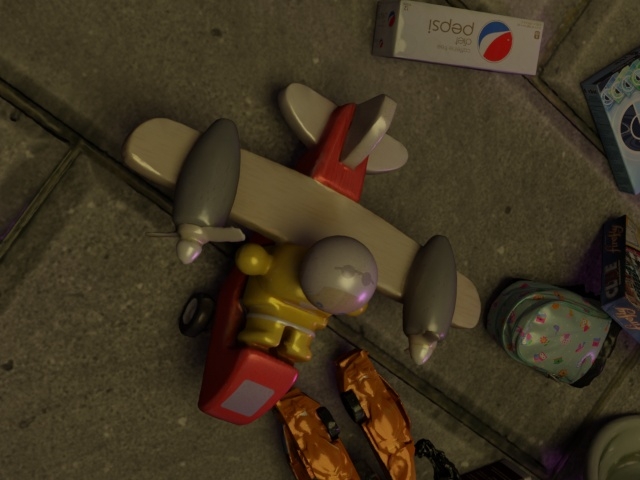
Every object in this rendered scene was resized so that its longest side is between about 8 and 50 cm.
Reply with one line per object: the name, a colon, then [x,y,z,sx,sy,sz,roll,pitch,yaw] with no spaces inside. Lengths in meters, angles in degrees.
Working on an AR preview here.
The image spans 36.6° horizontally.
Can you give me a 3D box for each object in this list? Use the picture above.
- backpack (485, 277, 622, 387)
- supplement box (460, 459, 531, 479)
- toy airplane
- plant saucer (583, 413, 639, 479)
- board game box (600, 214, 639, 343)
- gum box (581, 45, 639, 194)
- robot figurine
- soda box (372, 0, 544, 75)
backpack: [0.333,0.126,1.387,0.182,0.115,0.151,22,95,-22]
supplement box: [0.196,0.426,1.415,0.240,0.073,0.130,-15,106,-20]
toy airplane: [0.000,0.000,1.135,0.386,0.272,0.384,-20,107,-17]
plant saucer: [0.547,0.450,1.445,0.401,0.400,0.100,11,130,-24]
board game box: [0.505,0.097,1.440,0.243,0.042,0.165,40,43,-24]
gum box: [0.482,-0.186,1.423,0.157,0.041,0.184,-32,112,-13]
robot figurine: [0.062,0.303,1.289,0.211,0.085,0.291,-28,94,-14]
soda box: [0.181,-0.264,1.266,0.216,0.069,0.073,3,100,-22]
